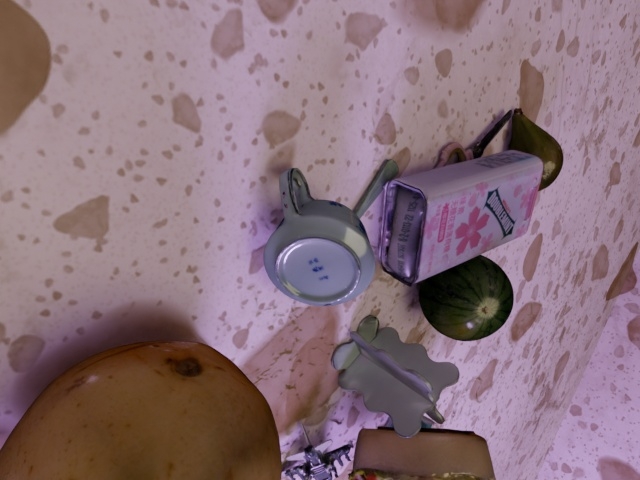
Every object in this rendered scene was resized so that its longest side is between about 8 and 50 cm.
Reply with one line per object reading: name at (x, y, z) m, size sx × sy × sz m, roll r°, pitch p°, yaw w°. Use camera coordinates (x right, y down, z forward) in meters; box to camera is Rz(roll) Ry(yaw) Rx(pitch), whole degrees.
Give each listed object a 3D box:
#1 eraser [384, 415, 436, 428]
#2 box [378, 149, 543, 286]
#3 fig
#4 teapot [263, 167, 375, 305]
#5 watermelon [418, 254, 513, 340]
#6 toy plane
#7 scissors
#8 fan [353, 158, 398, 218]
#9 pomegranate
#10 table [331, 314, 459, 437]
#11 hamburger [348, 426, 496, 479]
eraser at (0.181, 0.511, 1.087) m, size 0.052 × 0.095 × 0.225 m, roll 26°, pitch 89°, yaw -46°
box at (0.275, -0.056, 0.892) m, size 0.369 × 0.112 × 0.191 m, roll -16°, pitch 120°, yaw -32°
fig at (0.493, -0.205, 1.050) m, size 0.132 × 0.126 × 0.185 m, roll -33°, pitch 133°, yaw -11°
teapot at (0.000, 0.000, 0.681) m, size 0.159 × 0.158 × 0.232 m, roll -43°, pitch 121°, yaw -21°
watermelon at (0.303, 0.115, 0.975) m, size 0.187 × 0.215 × 0.188 m, roll -2°, pitch 100°, yaw -9°
toy plane at (0.001, 0.454, 0.909) m, size 0.159 × 0.082 × 0.234 m, roll -22°, pitch 125°, yaw -4°
scissors at (0.319, -0.174, 0.970) m, size 0.317 × 0.024 × 0.160 m, roll -46°, pitch 132°, yaw -17°
fan at (0.076, -0.064, 0.798) m, size 0.193 × 0.016 × 0.038 m, roll -53°, pitch 132°, yaw -13°
pomegranate at (-0.190, 0.273, 0.507) m, size 0.318 × 0.319 × 0.320 m, roll -19°, pitch 120°, yaw -36°
table at (0.144, 0.261, 0.871) m, size 0.166 × 0.198 × 0.167 m, roll -18°, pitch 120°, yaw -36°
hamburger at (0.195, 0.463, 0.901) m, size 0.300 × 0.300 × 0.176 m, roll 23°, pitch 59°, yaw -46°
